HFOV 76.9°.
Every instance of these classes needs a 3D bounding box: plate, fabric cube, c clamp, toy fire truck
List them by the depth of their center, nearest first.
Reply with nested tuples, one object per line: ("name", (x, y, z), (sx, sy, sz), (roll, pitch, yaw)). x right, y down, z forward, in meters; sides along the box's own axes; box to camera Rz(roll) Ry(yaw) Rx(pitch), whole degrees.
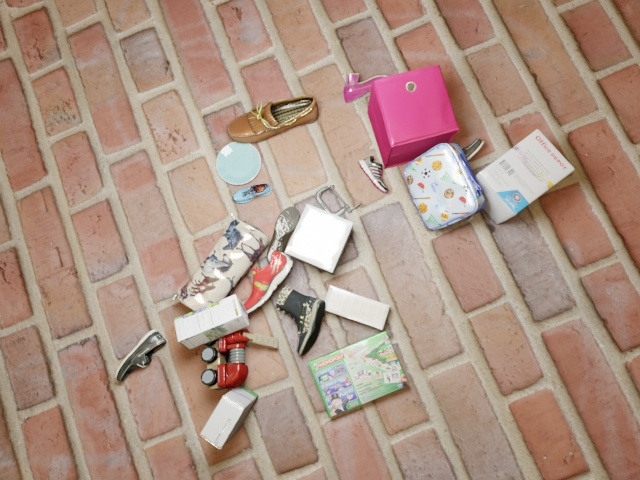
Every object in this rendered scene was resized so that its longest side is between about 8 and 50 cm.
("toy fire truck", (-0.294, 0.426, 1.493), (0.247, 0.158, 0.216), (-13, 62, 9))
("fabric cube", (0.339, -0.458, 1.533), (0.255, 0.259, 0.257), (-13, 81, 0))
("c clamp", (0.063, -0.162, 1.629), (0.137, 0.022, 0.160), (-43, 83, 2))
("plate", (-0.338, -0.319, 1.673), (0.189, 0.024, 0.187), (-1, 81, 4))

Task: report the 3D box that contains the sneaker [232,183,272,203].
("sneaker", (-0.280, -0.200, 1.627), (0.162, 0.073, 0.063), (-19, 81, 1))

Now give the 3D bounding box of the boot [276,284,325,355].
("boot", (-0.090, 0.301, 1.541), (0.179, 0.085, 0.236), (24, 106, 26))

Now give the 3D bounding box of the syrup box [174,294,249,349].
("syrup box", (-0.386, 0.292, 1.442), (0.237, 0.093, 0.096), (-23, 56, -4))

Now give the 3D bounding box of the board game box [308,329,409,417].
("board game box", (0.141, 0.497, 1.511), (0.318, 0.046, 0.213), (-22, 80, 0))

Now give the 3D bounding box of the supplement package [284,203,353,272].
("supplement package", (0.000, 0.000, 1.540), (0.194, 0.149, 0.203), (23, 84, 7))

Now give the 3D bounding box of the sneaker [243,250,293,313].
("sneaker", (-0.223, 0.156, 1.537), (0.118, 0.107, 0.279), (39, 94, -3))

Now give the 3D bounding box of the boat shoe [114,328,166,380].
("boat shoe", (-0.694, 0.454, 1.551), (0.079, 0.084, 0.233), (40, 83, 9))

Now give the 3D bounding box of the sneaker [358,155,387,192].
("sneaker", (0.225, -0.270, 1.610), (0.075, 0.063, 0.170), (-36, 76, 4))

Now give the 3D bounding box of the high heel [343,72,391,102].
("high heel", (0.219, -0.627, 1.672), (0.245, 0.082, 0.117), (-1, 113, -10))

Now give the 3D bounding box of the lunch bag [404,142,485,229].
("lunch bag", (0.467, -0.198, 1.506), (0.243, 0.115, 0.303), (-29, 81, 39))

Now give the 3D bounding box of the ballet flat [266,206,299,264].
("ballet flat", (-0.153, -0.017, 1.606), (0.084, 0.058, 0.249), (19, 80, -6))

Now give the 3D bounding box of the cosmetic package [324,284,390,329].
("cosmetic package", (0.135, 0.254, 1.539), (0.239, 0.060, 0.098), (19, 87, 7))

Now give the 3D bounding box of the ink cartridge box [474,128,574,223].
("ink cartridge box", (0.731, -0.231, 1.504), (0.270, 0.197, 0.198), (-36, 81, -2))

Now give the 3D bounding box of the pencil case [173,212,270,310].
("pencil case", (-0.381, 0.104, 1.544), (0.184, 0.160, 0.410), (36, 85, 6))

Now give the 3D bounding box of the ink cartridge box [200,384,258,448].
("ink cartridge box", (-0.318, 0.619, 1.437), (0.093, 0.212, 0.154), (29, 85, 7))

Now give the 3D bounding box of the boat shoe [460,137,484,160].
("boat shoe", (0.546, -0.326, 1.589), (0.069, 0.081, 0.227), (44, 89, 4))

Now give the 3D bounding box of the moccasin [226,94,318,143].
("moccasin", (-0.196, -0.494, 1.626), (0.381, 0.147, 0.139), (-11, 78, 2))
